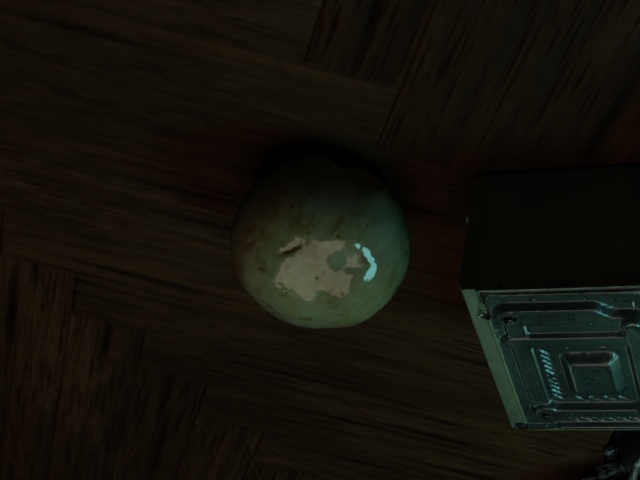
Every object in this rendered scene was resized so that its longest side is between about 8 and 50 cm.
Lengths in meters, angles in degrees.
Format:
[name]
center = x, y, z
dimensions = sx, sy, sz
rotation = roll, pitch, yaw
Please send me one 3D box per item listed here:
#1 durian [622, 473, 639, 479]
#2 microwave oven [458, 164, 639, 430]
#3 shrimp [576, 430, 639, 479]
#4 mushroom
[durian]
center = 0.391, 0.358, 1.692
dimensions = 0.306, 0.167, 0.172
rotation = -20, 138, 23
[microwave oven]
center = 0.243, 0.061, 1.337
dimensions = 0.193, 0.145, 0.240
rotation = 0, 143, 21
[shrimp]
center = 0.411, 0.165, 1.427
dimensions = 0.221, 0.166, 0.410
rotation = -5, 140, -44
[mushroom]
center = 0.000, 0.000, 1.337
dimensions = 0.166, 0.127, 0.166
rotation = -2, 125, -3
